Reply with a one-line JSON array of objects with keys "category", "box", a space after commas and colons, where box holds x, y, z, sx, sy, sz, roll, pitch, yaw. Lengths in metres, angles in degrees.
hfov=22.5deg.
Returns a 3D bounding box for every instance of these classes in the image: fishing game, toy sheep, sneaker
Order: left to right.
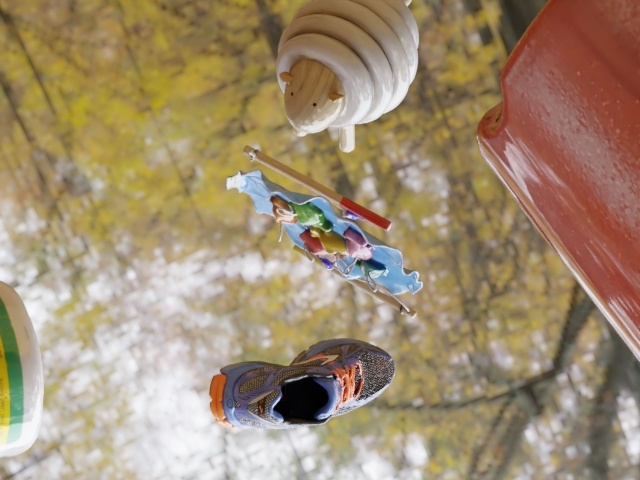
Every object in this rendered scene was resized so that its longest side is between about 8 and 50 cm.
[{"category": "sneaker", "box": [-0.003, 0.153, 1.608, 0.221, 0.083, 0.087, -13, -165, -40]}, {"category": "fishing game", "box": [0.000, 0.000, 1.381, 0.041, 0.189, 0.264, -58, 167, -12]}, {"category": "toy sheep", "box": [0.018, -0.111, 0.970, 0.091, 0.091, 0.132, -6, -143, 40]}]

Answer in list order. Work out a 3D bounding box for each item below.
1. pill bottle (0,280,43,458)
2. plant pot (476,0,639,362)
[{"category": "pill bottle", "box": [-0.288, 0.093, 0.997, 0.208, 0.117, 0.117, -8, -170, -29]}, {"category": "plant pot", "box": [0.211, -0.005, 0.540, 0.272, 0.265, 0.272, -37, 164, -13]}]
